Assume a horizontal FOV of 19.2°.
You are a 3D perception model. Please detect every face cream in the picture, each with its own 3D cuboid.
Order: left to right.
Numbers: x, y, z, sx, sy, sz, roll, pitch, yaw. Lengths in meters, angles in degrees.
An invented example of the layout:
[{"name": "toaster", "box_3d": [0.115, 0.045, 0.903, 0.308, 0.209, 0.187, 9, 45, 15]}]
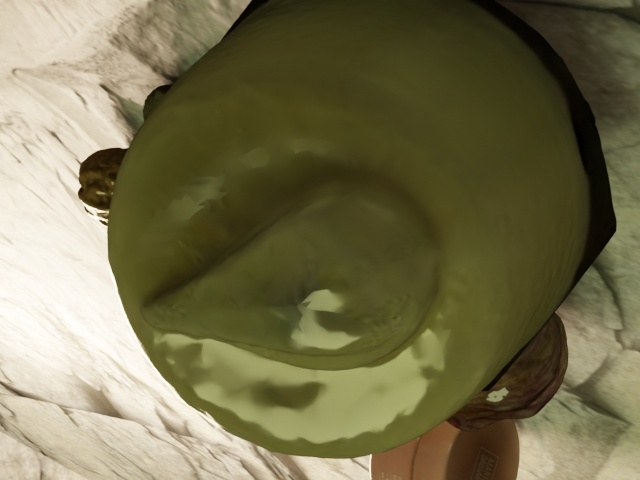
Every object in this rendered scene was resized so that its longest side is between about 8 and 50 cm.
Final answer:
[{"name": "face cream", "box_3d": [0.138, 0.244, 2.092, 0.104, 0.149, 0.149, 9, 155, 39]}]

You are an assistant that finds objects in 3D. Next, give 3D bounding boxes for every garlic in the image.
[{"name": "garlic", "box_3d": [0.113, 0.093, 1.728, 0.245, 0.160, 0.245, 18, 150, 11]}]

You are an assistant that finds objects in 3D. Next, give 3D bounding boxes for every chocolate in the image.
[{"name": "chocolate", "box_3d": [0.000, 0.000, 1.277, 0.314, 0.297, 0.326, 40, 128, 5]}]

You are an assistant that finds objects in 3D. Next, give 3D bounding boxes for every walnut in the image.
[{"name": "walnut", "box_3d": [-0.188, -0.050, 1.826, 0.096, 0.082, 0.079, 9, 126, 18]}]

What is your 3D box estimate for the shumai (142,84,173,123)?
[{"name": "shumai", "box_3d": [-0.108, -0.099, 1.664, 0.080, 0.082, 0.083, -8, -171, -25]}]
